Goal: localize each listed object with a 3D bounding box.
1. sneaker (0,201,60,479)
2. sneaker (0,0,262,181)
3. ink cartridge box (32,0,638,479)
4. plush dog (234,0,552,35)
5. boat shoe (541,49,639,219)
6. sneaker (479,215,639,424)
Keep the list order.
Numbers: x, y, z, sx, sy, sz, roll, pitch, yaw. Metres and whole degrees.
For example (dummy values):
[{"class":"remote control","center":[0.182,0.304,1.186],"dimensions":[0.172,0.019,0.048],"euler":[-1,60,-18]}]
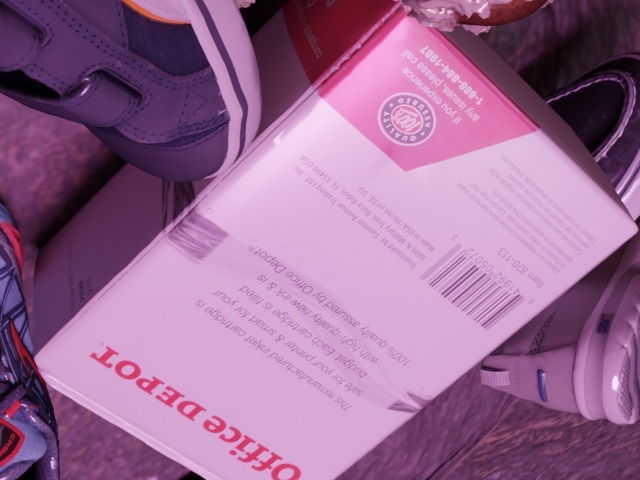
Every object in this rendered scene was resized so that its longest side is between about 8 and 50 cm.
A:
[{"class":"sneaker","center":[-0.192,0.076,0.715],"dimensions":[0.104,0.125,0.262],"euler":[-25,140,-15]},{"class":"sneaker","center":[-0.130,-0.112,0.493],"dimensions":[0.127,0.126,0.321],"euler":[-56,143,-26]},{"class":"ink cartridge box","center":[0.000,0.000,0.727],"dimensions":[0.283,0.117,0.207],"euler":[-42,122,17]},{"class":"plush dog","center":[-0.020,-0.214,0.513],"dimensions":[0.225,0.262,0.210],"euler":[25,79,-57]},{"class":"boat shoe","center":[0.109,-0.024,0.851],"dimensions":[0.301,0.108,0.102],"euler":[-40,139,26]},{"class":"sneaker","center":[0.194,0.030,0.927],"dimensions":[0.281,0.115,0.105],"euler":[-44,133,-59]}]
